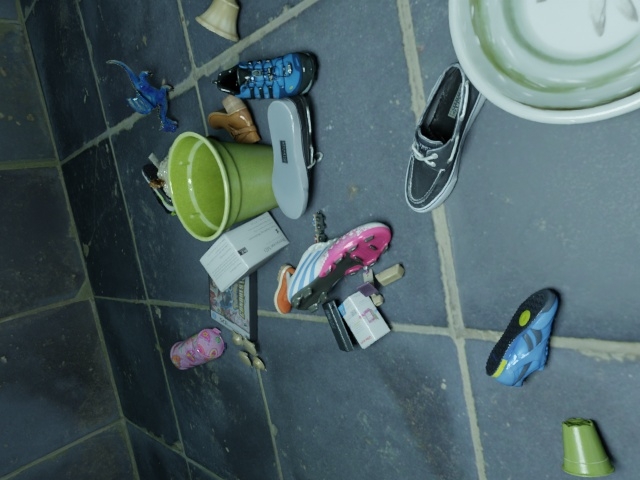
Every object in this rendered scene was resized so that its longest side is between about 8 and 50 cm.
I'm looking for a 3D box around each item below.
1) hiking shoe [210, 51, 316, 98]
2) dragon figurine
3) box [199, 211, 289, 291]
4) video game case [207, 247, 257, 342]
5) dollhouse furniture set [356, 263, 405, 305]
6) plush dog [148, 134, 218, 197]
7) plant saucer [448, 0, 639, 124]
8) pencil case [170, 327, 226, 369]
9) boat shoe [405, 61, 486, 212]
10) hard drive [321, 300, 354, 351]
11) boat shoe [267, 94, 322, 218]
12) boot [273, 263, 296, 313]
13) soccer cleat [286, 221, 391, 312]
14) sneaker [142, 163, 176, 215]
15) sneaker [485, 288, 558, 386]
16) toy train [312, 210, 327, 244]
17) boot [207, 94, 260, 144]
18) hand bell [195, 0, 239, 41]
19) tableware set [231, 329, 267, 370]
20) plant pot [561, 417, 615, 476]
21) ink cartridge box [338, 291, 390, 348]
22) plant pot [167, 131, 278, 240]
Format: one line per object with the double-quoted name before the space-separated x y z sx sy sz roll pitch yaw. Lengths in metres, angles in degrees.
"hiking shoe" -0.141 -0.403 1.129 0.304 0.132 0.113 4 105 45
"dragon figurine" -0.595 -0.487 1.514 0.085 0.289 0.144 -8 58 44
"box" -0.220 0.033 1.296 0.119 0.181 0.182 54 134 2
"video game case" -0.308 0.186 1.546 0.248 0.035 0.275 20 116 40
"dollhouse furniture set" 0.154 0.085 1.070 0.114 0.091 0.081 -30 37 24
"plush dog" -0.398 -0.214 1.429 0.225 0.210 0.263 -11 97 20
"plant saucer" 0.384 -0.372 0.633 0.400 0.100 0.401 15 112 42
"pencil case" -0.481 0.424 1.739 0.284 0.124 0.124 -31 80 45
"boat shoe" 0.221 -0.185 0.852 0.108 0.102 0.301 40 127 30
"hard drive" 0.044 0.227 1.183 0.094 0.022 0.135 133 115 -76
"boat shoe" -0.061 -0.207 1.126 0.113 0.105 0.307 13 122 38
"boot" -0.087 0.156 1.301 0.084 0.059 0.158 25 118 33
"soccer cleat" 0.024 0.039 1.094 0.331 0.116 0.143 -42 45 26
"sneaker" -0.619 -0.191 1.710 0.235 0.084 0.097 53 134 20
"sneaker" 0.393 0.186 0.831 0.082 0.069 0.209 22 113 2
"toy train" 0.000 0.000 1.188 0.036 0.027 0.159 11 111 54
"boot" -0.256 -0.324 1.318 0.152 0.073 0.197 61 150 -6
"hand bell" -0.227 -0.670 1.175 0.126 0.126 0.242 45 118 27
"tableware set" -0.248 0.383 1.530 0.141 0.020 0.169 14 130 43
"plant pot" 0.467 0.365 0.796 0.083 0.083 0.079 -20 76 46
"ink cartridge box" 0.106 0.196 1.105 0.123 0.052 0.088 59 152 16
"plant pot" -0.227 -0.159 1.203 0.276 0.253 0.276 17 114 42
